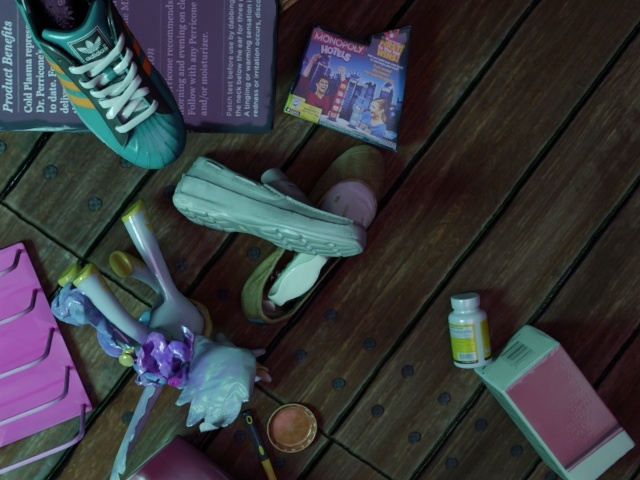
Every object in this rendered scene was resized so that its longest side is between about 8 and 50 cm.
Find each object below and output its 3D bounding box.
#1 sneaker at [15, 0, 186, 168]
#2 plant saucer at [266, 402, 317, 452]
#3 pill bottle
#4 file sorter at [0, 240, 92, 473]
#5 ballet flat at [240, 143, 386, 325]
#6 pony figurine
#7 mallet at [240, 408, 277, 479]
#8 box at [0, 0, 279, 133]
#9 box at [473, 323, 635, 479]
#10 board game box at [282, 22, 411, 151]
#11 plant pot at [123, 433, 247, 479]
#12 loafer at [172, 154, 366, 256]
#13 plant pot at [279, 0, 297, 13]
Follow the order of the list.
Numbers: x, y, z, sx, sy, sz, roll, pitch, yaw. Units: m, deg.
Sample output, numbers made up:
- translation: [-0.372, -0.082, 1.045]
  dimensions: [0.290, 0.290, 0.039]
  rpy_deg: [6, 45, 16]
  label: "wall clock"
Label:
- translation: [-0.249, -0.200, 1.325]
  dimensions: [0.108, 0.121, 0.302]
  rpy_deg: [-36, 106, -2]
  label: "sneaker"
- translation: [-0.048, 0.309, 1.997]
  dimensions: [0.083, 0.013, 0.083]
  rpy_deg: [-2, 99, -11]
  label: "plant saucer"
- translation: [0.247, 0.148, 2.004]
  dimensions: [0.065, 0.065, 0.116]
  rpy_deg: [-10, 101, -10]
  label: "pill bottle"
- translation: [-0.488, 0.183, 1.801]
  dimensions: [0.202, 0.182, 0.291]
  rpy_deg: [-21, 103, -7]
  label: "file sorter"
- translation: [0.000, 0.000, 1.899]
  dimensions: [0.116, 0.124, 0.342]
  rpy_deg: [41, 89, -17]
  label: "ballet flat"
- translation: [-0.230, 0.165, 1.793]
  dimensions: [0.303, 0.351, 0.363]
  rpy_deg: [-31, 108, 31]
  label: "pony figurine"
- translation: [-0.098, 0.371, 1.989]
  dimensions: [0.062, 0.039, 0.190]
  rpy_deg: [-29, 100, -9]
  label: "mallet"
- translation: [-0.321, -0.304, 1.601]
  dimensions: [0.471, 0.480, 0.297]
  rpy_deg: [1, 100, -11]
  label: "box"
- translation: [0.387, 0.275, 2.010]
  dimensions: [0.127, 0.148, 0.232]
  rpy_deg: [-40, 105, -4]
  label: "box"
- translation: [0.059, -0.262, 1.902]
  dimensions: [0.194, 0.060, 0.194]
  rpy_deg: [19, 94, -14]
  label: "board game box"
- translation: [-0.215, 0.414, 1.900]
  dimensions: [0.201, 0.201, 0.180]
  rpy_deg: [-40, 89, -3]
  label: "plant pot"
- translation: [-0.072, -0.056, 1.823]
  dimensions: [0.319, 0.112, 0.111]
  rpy_deg: [17, 75, 20]
  label: "loafer"
- translation: [-0.055, -0.409, 1.846]
  dimensions: [0.081, 0.081, 0.083]
  rpy_deg: [-38, 94, -3]
  label: "plant pot"
